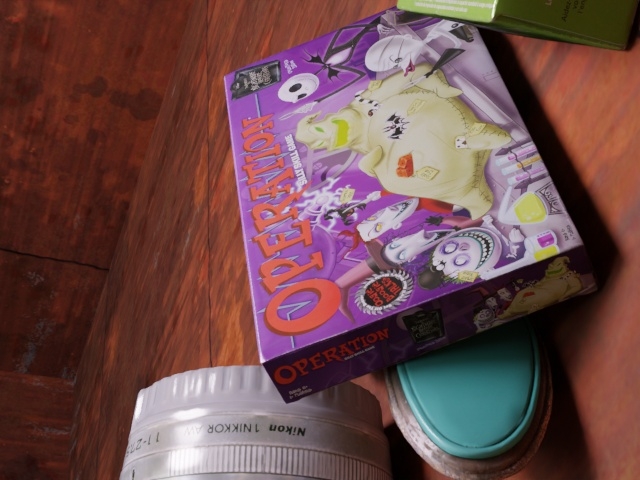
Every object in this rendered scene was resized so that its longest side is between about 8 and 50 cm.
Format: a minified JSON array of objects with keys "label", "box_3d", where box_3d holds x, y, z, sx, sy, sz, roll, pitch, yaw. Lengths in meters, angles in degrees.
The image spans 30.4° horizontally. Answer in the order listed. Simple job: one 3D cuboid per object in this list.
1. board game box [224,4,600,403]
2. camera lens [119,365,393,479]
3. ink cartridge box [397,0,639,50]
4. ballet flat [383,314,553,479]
[{"label":"board game box","box_3d":[0.043,-0.053,0.836,0.056,0.208,0.347,58,-168,-37]},{"label":"camera lens","box_3d":[-0.051,0.258,0.909,0.219,0.219,0.274,129,147,-58]},{"label":"ink cartridge box","box_3d":[0.148,-0.264,0.768,0.189,0.097,0.255,-138,59,-70]},{"label":"ballet flat","box_3d":[0.089,0.066,0.809,0.316,0.108,0.106,-94,1,-52]}]
